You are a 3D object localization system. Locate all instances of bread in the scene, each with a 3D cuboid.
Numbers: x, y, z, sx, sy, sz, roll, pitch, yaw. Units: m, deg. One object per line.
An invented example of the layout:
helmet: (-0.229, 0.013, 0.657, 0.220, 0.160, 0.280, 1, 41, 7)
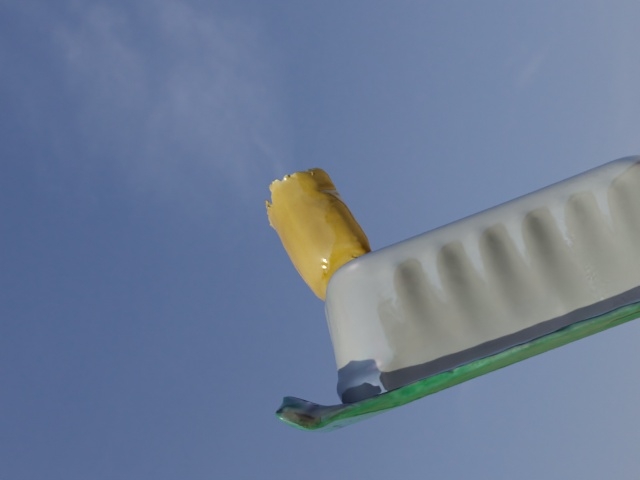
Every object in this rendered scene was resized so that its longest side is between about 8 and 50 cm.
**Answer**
bread: (-0.001, 0.000, 1.591, 0.085, 0.173, 0.134, -20, -33, -20)

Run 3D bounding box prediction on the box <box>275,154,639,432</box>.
box: (0.132, 0.034, 0.847, 0.264, 0.336, 0.106, 50, -162, -81)
